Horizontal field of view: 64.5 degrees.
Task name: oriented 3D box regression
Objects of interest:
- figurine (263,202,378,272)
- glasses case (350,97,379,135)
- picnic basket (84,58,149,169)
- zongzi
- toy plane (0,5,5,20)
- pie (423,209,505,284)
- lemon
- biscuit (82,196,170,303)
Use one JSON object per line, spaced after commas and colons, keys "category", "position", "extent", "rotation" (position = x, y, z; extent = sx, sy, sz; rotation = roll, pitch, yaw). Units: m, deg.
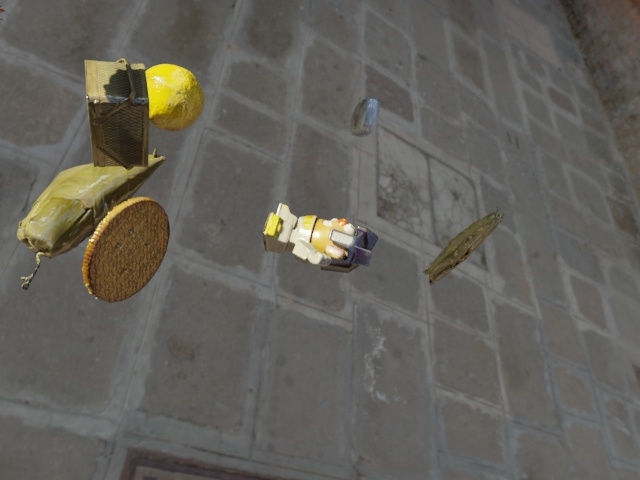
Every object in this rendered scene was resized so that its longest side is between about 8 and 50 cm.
{"category": "figurine", "position": [0.000, 0.001, 1.330], "extent": [0.308, 0.143, 0.309], "rotation": [10, 38, -8]}
{"category": "glasses case", "position": [0.090, -0.252, 1.048], "extent": [0.045, 0.067, 0.178], "rotation": [13, 7, -6]}
{"category": "picnic basket", "position": [-0.523, -0.320, 1.314], "extent": [0.139, 0.267, 0.165], "rotation": [-4, 56, -22]}
{"category": "zongzi", "position": [-0.692, -0.086, 1.488], "extent": [0.447, 0.417, 0.181], "rotation": [-80, 148, -47]}
{"category": "toy plane", "position": [-0.853, -0.581, 1.304], "extent": [0.060, 0.145, 0.037], "rotation": [-10, 102, -56]}
{"category": "pie", "position": [0.398, 0.012, 1.402], "extent": [0.068, 0.282, 0.128], "rotation": [49, 25, 9]}
{"category": "lemon", "position": [-0.526, -0.500, 1.787], "extent": [0.228, 0.228, 0.253], "rotation": [46, 19, -2]}
{"category": "biscuit", "position": [-0.512, 0.025, 1.351], "extent": [0.038, 0.305, 0.305], "rotation": [22, 43, 17]}
